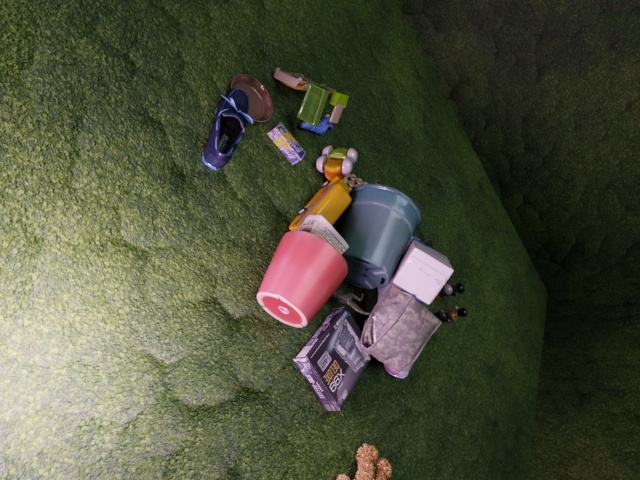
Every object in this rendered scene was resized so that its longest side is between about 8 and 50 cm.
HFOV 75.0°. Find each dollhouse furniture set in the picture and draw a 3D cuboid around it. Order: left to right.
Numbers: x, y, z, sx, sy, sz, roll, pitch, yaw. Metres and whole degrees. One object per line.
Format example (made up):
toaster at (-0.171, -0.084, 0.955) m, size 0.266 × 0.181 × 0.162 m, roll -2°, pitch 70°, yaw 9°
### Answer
dollhouse furniture set at (-0.060, -0.622, 1.826) m, size 0.301 × 0.151 × 0.197 m, roll 34°, pitch 26°, yaw 26°

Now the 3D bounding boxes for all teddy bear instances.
teddy bear at (0.161, 0.902, 1.475) m, size 0.338 × 0.113 × 0.245 m, roll -28°, pitch 94°, yaw -49°

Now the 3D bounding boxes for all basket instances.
basket at (0.000, 0.000, 1.515) m, size 0.103 × 0.113 × 0.167 m, roll -49°, pitch 115°, yaw -17°

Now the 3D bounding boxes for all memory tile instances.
memory tile at (0.160, -0.259, 1.971) m, size 0.148 × 0.012 × 0.113 m, roll 28°, pitch 61°, yaw -17°

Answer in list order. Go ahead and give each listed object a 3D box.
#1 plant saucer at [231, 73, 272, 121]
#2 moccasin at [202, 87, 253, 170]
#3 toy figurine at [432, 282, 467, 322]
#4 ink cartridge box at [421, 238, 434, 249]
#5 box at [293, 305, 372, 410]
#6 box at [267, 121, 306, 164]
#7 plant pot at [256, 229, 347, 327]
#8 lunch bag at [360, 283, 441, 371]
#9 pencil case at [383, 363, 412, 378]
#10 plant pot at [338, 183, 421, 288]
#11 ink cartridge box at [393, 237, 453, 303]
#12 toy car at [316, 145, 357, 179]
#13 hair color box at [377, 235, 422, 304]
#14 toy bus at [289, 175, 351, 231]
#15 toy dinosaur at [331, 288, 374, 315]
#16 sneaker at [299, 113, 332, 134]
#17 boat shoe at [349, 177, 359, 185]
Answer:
plant saucer at (-0.275, -0.552, 1.639) m, size 0.198 × 0.036 × 0.199 m, roll 20°, pitch 62°, yaw -42°
moccasin at (-0.304, -0.400, 1.462) m, size 0.137 × 0.116 × 0.342 m, roll 22°, pitch 64°, yaw -31°
toy figurine at (0.688, 0.333, 2.240) m, size 0.213 × 0.148 × 0.210 m, roll 6°, pitch 71°, yaw -46°
ink cartridge box at (0.518, 0.111, 2.212) m, size 0.332 × 0.065 × 0.165 m, roll -22°, pitch 92°, yaw -48°
box at (0.059, 0.437, 1.573) m, size 0.307 × 0.076 × 0.242 m, roll -43°, pitch 107°, yaw -48°
box at (-0.137, -0.395, 1.707) m, size 0.169 × 0.059 × 0.054 m, roll 48°, pitch 48°, yaw -23°
plant pot at (-0.073, 0.144, 1.428) m, size 0.275 × 0.275 × 0.243 m, roll 47°, pitch 56°, yaw -24°
lunch bag at (0.307, 0.365, 1.684) m, size 0.235 × 0.169 × 0.287 m, roll 39°, pitch 83°, yaw -31°
pencil case at (0.381, 0.483, 1.876) m, size 0.124 × 0.113 × 0.273 m, roll 59°, pitch 43°, yaw -16°
plant pot at (0.212, 0.000, 1.751) m, size 0.341 × 0.341 × 0.334 m, roll 42°, pitch 57°, yaw -28°
ink cartridge box at (0.409, 0.118, 1.691) m, size 0.171 × 0.168 × 0.232 m, roll 31°, pitch 14°, yaw 5°
toy car at (0.077, -0.335, 1.871) m, size 0.136 × 0.159 × 0.182 m, roll 81°, pitch 26°, yaw -45°
hair color box at (0.367, 0.154, 1.938) m, size 0.110 × 0.185 × 0.339 m, roll 25°, pitch 58°, yaw -39°
toy bus at (0.013, -0.126, 1.685) m, size 0.108 × 0.130 × 0.333 m, roll 51°, pitch 60°, yaw -21°
toy dinosaur at (0.108, 0.228, 1.663) m, size 0.064 × 0.268 × 0.118 m, roll -66°, pitch 160°, yaw 13°
sneaker at (-0.011, -0.518, 1.887) m, size 0.209 × 0.069 × 0.082 m, roll -27°, pitch 99°, yaw -49°
boat shoe at (0.171, -0.264, 2.008) m, size 0.035 × 0.035 × 0.100 m, roll -43°, pitch 105°, yaw -37°
